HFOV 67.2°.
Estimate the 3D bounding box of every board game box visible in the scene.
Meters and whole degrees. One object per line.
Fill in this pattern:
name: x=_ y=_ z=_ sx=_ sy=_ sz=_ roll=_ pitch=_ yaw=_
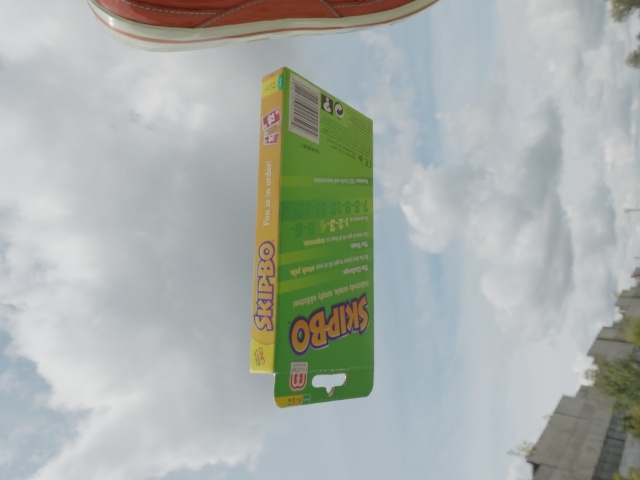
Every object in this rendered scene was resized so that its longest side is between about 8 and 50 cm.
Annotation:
board game box: x=0.000 y=0.000 z=0.405 sx=0.124 sy=0.039 sz=0.259 roll=14 pitch=-110 yaw=-48

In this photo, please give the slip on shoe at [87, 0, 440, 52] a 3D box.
slip on shoe: x=0.002 y=-0.220 z=0.338 sx=0.331 sy=0.101 sz=0.123 roll=-22 pitch=-111 yaw=-24
